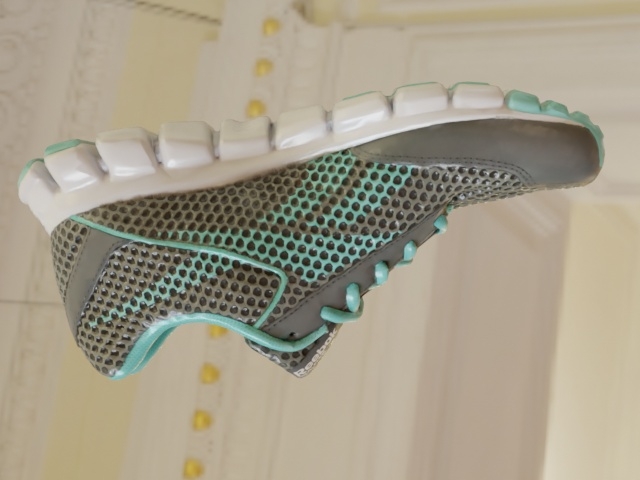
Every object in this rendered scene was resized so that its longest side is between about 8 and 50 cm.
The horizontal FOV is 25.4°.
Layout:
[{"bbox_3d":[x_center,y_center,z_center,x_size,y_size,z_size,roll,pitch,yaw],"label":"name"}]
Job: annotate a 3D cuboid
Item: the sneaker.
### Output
[{"bbox_3d":[0.000,0.000,0.407,0.065,0.166,0.076,14,-113,-81],"label":"sneaker"}]
